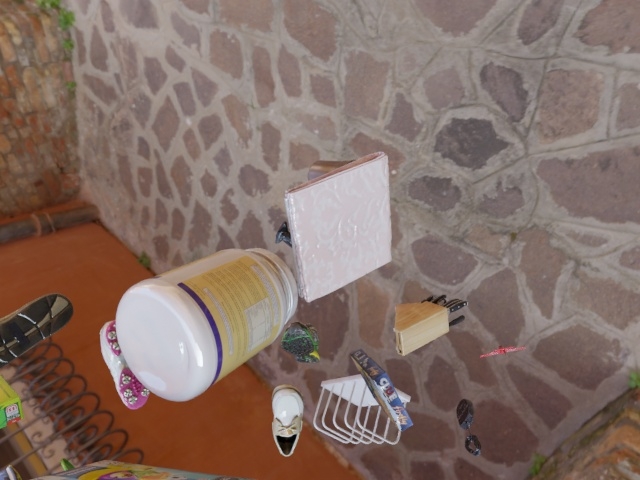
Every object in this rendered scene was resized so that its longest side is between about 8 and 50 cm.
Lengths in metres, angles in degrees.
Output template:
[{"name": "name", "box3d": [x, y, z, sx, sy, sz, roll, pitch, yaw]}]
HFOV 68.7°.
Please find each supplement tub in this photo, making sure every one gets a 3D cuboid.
[{"name": "supplement tub", "box3d": [-0.221, 0.153, 0.986, 0.241, 0.331, 0.240, 9, 108, 29]}]

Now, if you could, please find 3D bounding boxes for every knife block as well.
[{"name": "knife block", "box3d": [0.368, 0.266, 1.532, 0.242, 0.275, 0.088, -7, 105, 13]}]

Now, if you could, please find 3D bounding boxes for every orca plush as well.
[{"name": "orca plush", "box3d": [0.000, 0.000, 1.587, 0.102, 0.287, 0.151, 7, 72, 62]}]

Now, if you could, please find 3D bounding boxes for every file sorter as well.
[{"name": "file sorter", "box3d": [0.130, 0.589, 1.612, 0.193, 0.173, 0.278, 34, 145, -19]}]

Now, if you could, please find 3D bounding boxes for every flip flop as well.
[{"name": "flip flop", "box3d": [-0.685, 0.204, 1.019, 0.080, 0.277, 0.112, -3, 116, 53]}]

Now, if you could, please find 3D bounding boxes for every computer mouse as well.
[{"name": "computer mouse", "box3d": [0.448, 0.552, 1.385, 0.041, 0.242, 0.071, 26, 108, 0]}]

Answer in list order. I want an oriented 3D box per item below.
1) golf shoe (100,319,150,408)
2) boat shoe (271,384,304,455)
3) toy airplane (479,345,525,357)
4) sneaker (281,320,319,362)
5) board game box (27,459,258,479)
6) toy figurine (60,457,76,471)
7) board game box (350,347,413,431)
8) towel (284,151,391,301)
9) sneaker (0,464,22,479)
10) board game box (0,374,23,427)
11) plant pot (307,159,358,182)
[{"name": "golf shoe", "box3d": [-0.653, 0.407, 1.560, 0.140, 0.115, 0.305, -8, 95, 44]}, {"name": "boat shoe", "box3d": [-0.108, 0.614, 1.589, 0.113, 0.103, 0.302, -3, 126, -2]}, {"name": "toy airplane", "box3d": [0.596, 0.362, 1.536, 0.151, 0.151, 0.028, -25, 72, 47]}, {"name": "sneaker", "box3d": [-0.081, 0.408, 1.971, 0.134, 0.146, 0.343, -2, 151, 6]}, {"name": "board game box", "box3d": [-0.307, 0.462, 0.821, 0.337, 0.253, 0.079, 2, 74, 9]}, {"name": "toy figurine", "box3d": [-0.590, 0.610, 1.036, 0.173, 0.159, 0.130, 45, 150, 10]}, {"name": "board game box", "box3d": [0.167, 0.416, 1.331, 0.164, 0.042, 0.243, 62, 172, -7]}, {"name": "towel", "box3d": [0.061, -0.033, 1.227, 0.053, 0.317, 0.331, 32, 137, 47]}, {"name": "sneaker", "box3d": [-0.633, 0.530, 0.946, 0.144, 0.059, 0.053, 38, 141, 38]}, {"name": "board game box", "box3d": [-0.562, 0.272, 0.697, 0.092, 0.181, 0.043, 16, 112, 38]}, {"name": "plant pot", "box3d": [0.052, -0.223, 1.713, 0.165, 0.167, 0.166, 16, 121, 37]}]
